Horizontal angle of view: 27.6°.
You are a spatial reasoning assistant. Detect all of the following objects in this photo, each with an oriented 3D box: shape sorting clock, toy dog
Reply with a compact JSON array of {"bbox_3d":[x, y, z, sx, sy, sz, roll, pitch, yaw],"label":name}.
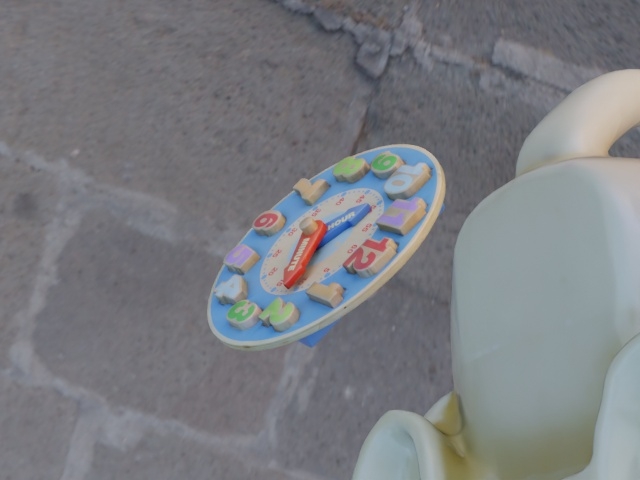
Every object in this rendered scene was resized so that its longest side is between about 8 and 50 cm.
[{"bbox_3d":[0.000,0.000,0.953,0.206,0.206,0.040,-29,121,13],"label":"shape sorting clock"},{"bbox_3d":[0.244,0.137,0.721,0.408,0.395,0.284,21,141,-29],"label":"toy dog"}]
